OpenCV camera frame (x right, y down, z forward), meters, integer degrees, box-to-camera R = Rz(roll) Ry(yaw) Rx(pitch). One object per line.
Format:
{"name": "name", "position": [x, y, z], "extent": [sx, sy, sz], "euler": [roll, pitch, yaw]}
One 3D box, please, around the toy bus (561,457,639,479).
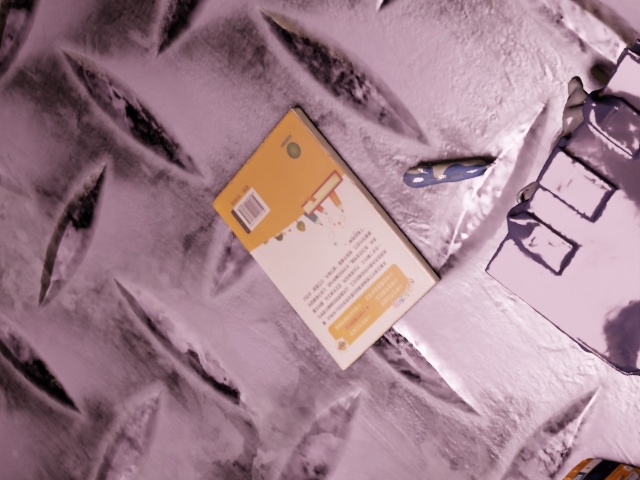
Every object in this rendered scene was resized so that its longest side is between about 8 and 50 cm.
{"name": "toy bus", "position": [0.332, 0.363, 1.679], "extent": [0.114, 0.098, 0.201], "euler": [17, 115, 29]}

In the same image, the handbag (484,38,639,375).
{"name": "handbag", "position": [0.339, -0.042, 1.538], "extent": [0.269, 0.118, 0.325], "euler": [37, 121, 12]}

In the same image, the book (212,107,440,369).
{"name": "book", "position": [0.000, 0.000, 1.840], "extent": [0.295, 0.020, 0.208], "euler": [51, 126, 10]}

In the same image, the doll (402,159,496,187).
{"name": "doll", "position": [0.155, -0.084, 1.699], "extent": [0.125, 0.037, 0.027], "euler": [-8, 99, 35]}
